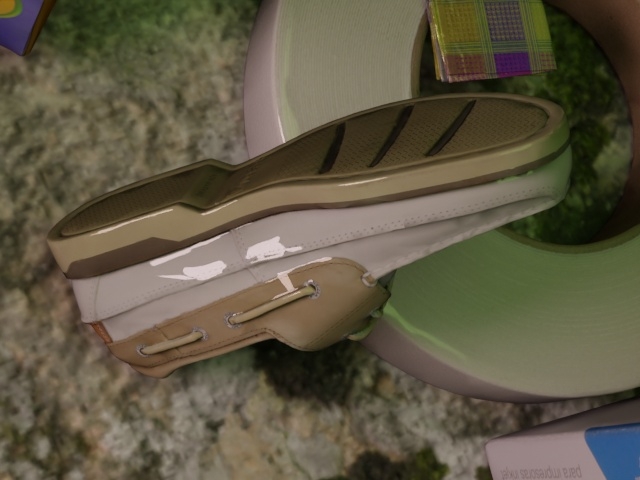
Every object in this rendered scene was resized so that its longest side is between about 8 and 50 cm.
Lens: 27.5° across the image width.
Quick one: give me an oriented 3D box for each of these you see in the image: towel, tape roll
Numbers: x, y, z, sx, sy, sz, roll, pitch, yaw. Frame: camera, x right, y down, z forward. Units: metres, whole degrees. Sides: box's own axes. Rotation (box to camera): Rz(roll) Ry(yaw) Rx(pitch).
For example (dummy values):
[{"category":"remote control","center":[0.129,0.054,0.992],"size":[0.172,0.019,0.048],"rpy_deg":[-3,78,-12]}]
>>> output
[{"category":"towel","center":[0.106,-0.129,0.820],"size":[0.083,0.009,0.060],"rpy_deg":[-7,81,-21]},{"category":"tape roll","center":[0.142,-0.087,0.869],"size":[0.392,0.072,0.392],"rpy_deg":[4,78,-18]}]

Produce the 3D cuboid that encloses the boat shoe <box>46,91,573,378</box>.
[{"category":"boat shoe","center":[0.000,0.000,0.716],"size":[0.103,0.302,0.113],"rpy_deg":[68,28,-19]}]

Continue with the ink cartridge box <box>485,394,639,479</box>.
[{"category":"ink cartridge box","center":[0.267,0.277,0.724],"size":[0.166,0.285,0.395],"rpy_deg":[-12,83,-20]}]

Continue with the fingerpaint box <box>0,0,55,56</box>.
[{"category":"fingerpaint box","center":[-0.276,-0.376,0.713],"size":[0.445,0.163,0.371],"rpy_deg":[27,67,-13]}]
